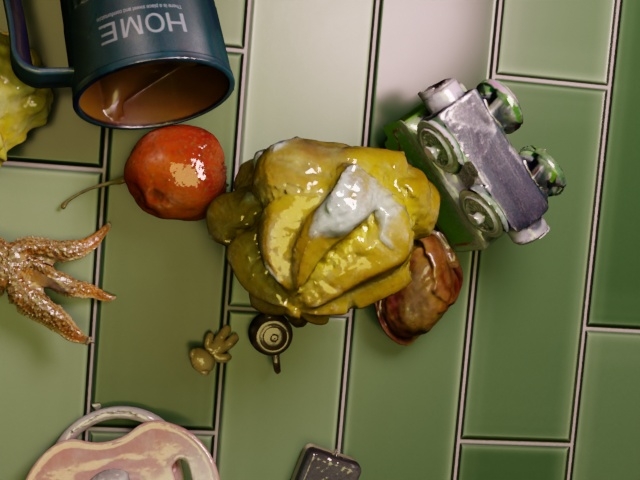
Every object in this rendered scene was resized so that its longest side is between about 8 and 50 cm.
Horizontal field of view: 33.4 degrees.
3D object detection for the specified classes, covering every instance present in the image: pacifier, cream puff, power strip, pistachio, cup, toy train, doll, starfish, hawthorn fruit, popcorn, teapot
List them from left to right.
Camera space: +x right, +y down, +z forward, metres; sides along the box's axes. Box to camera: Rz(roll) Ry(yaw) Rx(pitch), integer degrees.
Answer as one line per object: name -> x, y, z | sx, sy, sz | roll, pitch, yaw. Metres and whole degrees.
popcorn -> -0.551, -0.227, 1.629 | 0.258, 0.224, 0.270 | 48, 44, -7
starfish -> -0.480, 0.073, 1.747 | 0.294, 0.084, 0.301 | 13, 81, -14
pacifier -> -0.330, 0.425, 1.755 | 0.332, 0.273, 0.220 | -11, 114, -8
cup -> -0.306, -0.342, 1.639 | 0.308, 0.242, 0.292 | -14, 75, 10
hawthorn fruit -> -0.294, -0.106, 1.756 | 0.286, 0.165, 0.165 | -3, 96, 6
doll -> -0.181, 0.189, 1.837 | 0.093, 0.051, 0.061 | -40, 94, -6
teapot -> -0.083, 0.171, 1.844 | 0.076, 0.068, 0.121 | -8, 97, -10
power strip -> -0.017, 0.486, 1.889 | 0.105, 0.070, 0.256 | 21, 93, -14
cream puff -> 0.000, 0.000, 1.688 | 0.379, 0.378, 0.275 | 1, 81, -10
pistachio -> 0.170, 0.084, 1.854 | 0.165, 0.130, 0.210 | 13, 101, -14
toy train -> 0.252, -0.128, 1.784 | 0.173, 0.249, 0.307 | -37, 100, -17
